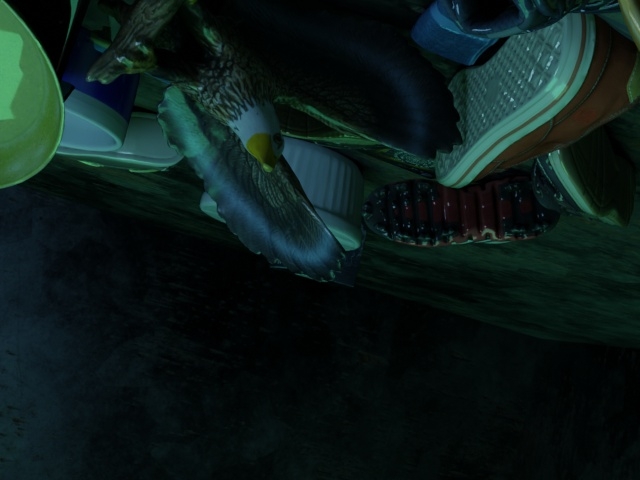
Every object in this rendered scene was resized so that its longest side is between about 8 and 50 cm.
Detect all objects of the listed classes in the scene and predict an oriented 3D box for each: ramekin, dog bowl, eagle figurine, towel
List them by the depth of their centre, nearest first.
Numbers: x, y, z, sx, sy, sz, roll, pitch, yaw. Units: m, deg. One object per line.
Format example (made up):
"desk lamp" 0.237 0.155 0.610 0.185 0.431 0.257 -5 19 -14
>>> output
"towel" 0.123 -0.184 0.678 0.067 0.029 0.119 16 171 -11
"eagle figurine" -0.050 -0.118 0.701 0.226 0.225 0.298 -10 152 38
"dog bowl" -0.376 -0.208 1.054 0.264 0.104 0.265 13 172 2
"ramekin" -0.051 -0.079 1.312 0.272 0.127 0.273 14 172 2

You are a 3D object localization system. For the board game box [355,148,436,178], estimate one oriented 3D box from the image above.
"board game box" 0.110 -0.127 1.078 0.186 0.026 0.126 18 170 -25

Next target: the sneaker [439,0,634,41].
"sneaker" 0.132 -0.165 0.475 0.299 0.121 0.111 18 171 -29

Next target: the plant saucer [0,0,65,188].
"plant saucer" -0.306 -0.135 0.606 0.240 0.037 0.241 5 139 4

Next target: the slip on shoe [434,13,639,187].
"slip on shoe" 0.186 -0.117 0.751 0.101 0.123 0.331 10 168 -12

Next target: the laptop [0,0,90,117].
"laptop" -0.368 -0.273 0.666 0.381 0.236 0.408 23 137 -17

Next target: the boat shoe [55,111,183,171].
"boat shoe" -0.366 -0.171 1.268 0.304 0.109 0.091 12 167 -19

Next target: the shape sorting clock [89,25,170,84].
"shape sorting clock" -0.138 -0.191 0.852 0.206 0.040 0.206 20 -164 -6

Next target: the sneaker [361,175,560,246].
"sneaker" 0.199 -0.038 1.171 0.275 0.098 0.135 -2 175 5

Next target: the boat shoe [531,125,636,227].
"boat shoe" 0.284 -0.074 0.913 0.092 0.103 0.285 2 172 34

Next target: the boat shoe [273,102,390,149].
"boat shoe" 0.014 -0.143 0.950 0.223 0.080 0.073 8 166 6

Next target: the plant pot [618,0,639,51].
"plant pot" 0.239 -0.132 0.359 0.205 0.205 0.188 10 -173 22

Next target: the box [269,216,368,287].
"box" 0.000 0.000 1.628 0.155 0.159 0.093 17 172 -24
